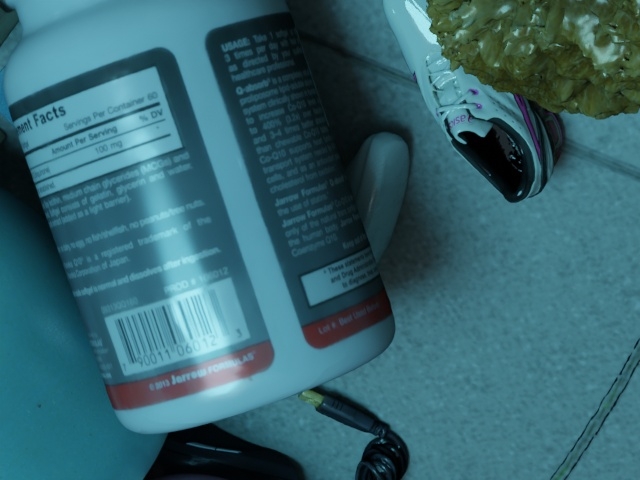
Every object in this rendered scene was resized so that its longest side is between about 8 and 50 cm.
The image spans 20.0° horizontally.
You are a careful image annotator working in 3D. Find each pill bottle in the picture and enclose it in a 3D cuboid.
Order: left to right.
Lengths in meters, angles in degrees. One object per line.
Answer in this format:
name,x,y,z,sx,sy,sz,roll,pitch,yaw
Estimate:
pill bottle,-0.098,-0.065,1.270,0.210,0.210,0.362,-17,93,24

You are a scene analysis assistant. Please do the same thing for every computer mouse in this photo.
computer mouse,-0.060,0.189,1.511,0.262,0.060,0.184,26,122,2

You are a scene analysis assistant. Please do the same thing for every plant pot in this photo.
plant pot,-0.290,0.084,1.358,0.293,0.293,0.235,-17,128,24

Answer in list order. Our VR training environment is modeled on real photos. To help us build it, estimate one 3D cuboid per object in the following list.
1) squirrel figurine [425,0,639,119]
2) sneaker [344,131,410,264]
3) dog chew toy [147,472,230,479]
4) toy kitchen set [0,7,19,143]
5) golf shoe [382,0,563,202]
squirrel figurine,0.116,-0.238,1.124,0.371,0.281,0.397,-12,110,29
sneaker,0.000,0.000,1.392,0.094,0.080,0.212,28,123,15
dog chew toy,-0.159,0.333,1.455,0.332,0.206,0.206,-39,100,23
toy kitchen set,-0.330,-0.134,1.389,0.207,0.122,0.166,45,120,-8
golf shoe,0.107,-0.111,1.292,0.067,0.086,0.186,-33,102,30
